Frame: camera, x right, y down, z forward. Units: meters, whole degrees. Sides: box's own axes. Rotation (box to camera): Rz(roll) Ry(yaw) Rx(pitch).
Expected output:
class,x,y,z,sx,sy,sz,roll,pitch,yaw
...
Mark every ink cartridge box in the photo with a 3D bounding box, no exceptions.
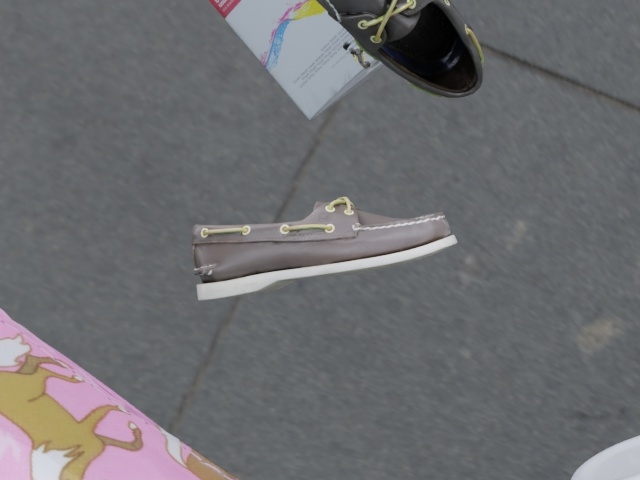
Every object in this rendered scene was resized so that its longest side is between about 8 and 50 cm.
class,x,y,z,sx,sy,sz,roll,pitch,yaw
ink cartridge box,0.001,-0.237,1.680,0.176,0.128,0.127,50,129,1

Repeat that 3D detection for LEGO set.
class,x,y,z,sx,sy,sz,roll,pitch,yaw
LEGO set,0.056,-0.176,1.428,0.083,0.023,0.054,-24,71,-12

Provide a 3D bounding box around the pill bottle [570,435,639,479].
class,x,y,z,sx,sy,sz,roll,pitch,yaw
pill bottle,0.379,0.347,1.776,0.153,0.153,0.264,-21,97,18

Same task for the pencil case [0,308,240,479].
class,x,y,z,sx,sy,sz,roll,pitch,yaw
pencil case,-0.138,0.101,0.606,0.386,0.167,0.160,34,114,9

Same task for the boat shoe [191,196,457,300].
class,x,y,z,sx,sy,sz,roll,pitch,yaw
boat shoe,0.000,0.000,2.031,0.324,0.116,0.096,-11,87,11

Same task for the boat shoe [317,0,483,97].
class,x,y,z,sx,sy,sz,roll,pitch,yaw
boat shoe,0.055,-0.178,1.270,0.081,0.228,0.068,-42,53,14
